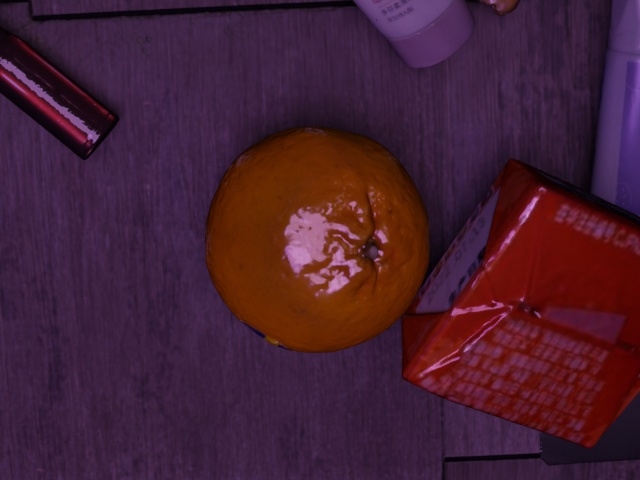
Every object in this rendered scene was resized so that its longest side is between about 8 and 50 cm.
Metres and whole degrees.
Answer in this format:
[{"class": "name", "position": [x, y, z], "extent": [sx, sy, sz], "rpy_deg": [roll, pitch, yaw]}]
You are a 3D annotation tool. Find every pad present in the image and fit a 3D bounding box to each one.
[{"class": "pad", "position": [0.310, 0.182, 1.281], "extent": [0.157, 0.003, 0.112], "rpy_deg": [-3, 100, -1]}]

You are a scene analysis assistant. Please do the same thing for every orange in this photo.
[{"class": "orange", "position": [-0.002, -0.001, 1.152], "extent": [0.219, 0.193, 0.219], "rpy_deg": [1, 84, -6]}]

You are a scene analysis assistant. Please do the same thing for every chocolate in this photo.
[{"class": "chocolate", "position": [0.223, 0.059, 1.152], "extent": [0.237, 0.108, 0.235], "rpy_deg": [22, 116, -22]}]

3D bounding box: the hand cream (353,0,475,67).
[{"class": "hand cream", "position": [0.055, -0.276, 1.104], "extent": [0.133, 0.083, 0.248], "rpy_deg": [-42, 124, -2]}]

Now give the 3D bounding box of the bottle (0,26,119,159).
[{"class": "bottle", "position": [-0.279, -0.149, 1.180], "extent": [0.164, 0.060, 0.060], "rpy_deg": [40, 98, -7]}]

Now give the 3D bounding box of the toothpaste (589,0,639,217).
[{"class": "toothpaste", "position": [0.317, -0.060, 1.203], "extent": [0.125, 0.080, 0.371], "rpy_deg": [-2, 107, -2]}]

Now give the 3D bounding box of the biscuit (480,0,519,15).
[{"class": "biscuit", "position": [0.157, -0.311, 1.156], "extent": [0.118, 0.061, 0.183], "rpy_deg": [-34, 102, 3]}]
